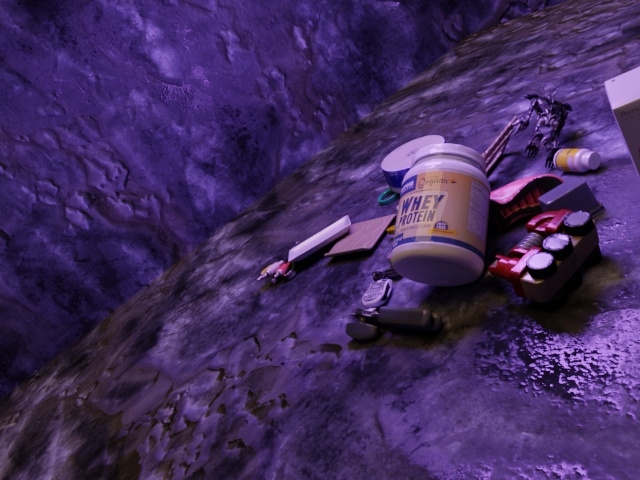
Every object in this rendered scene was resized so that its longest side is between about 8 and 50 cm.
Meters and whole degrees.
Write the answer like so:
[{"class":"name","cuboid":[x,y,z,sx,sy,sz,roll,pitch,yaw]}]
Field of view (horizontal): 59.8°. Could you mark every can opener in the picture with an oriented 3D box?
[{"class":"can opener","cuboid":[0.180,0.210,1.403,0.280,0.074,0.093,-11,64,50]}]

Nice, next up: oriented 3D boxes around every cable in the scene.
[{"class":"cable","cuboid":[-0.122,0.071,2.151,0.140,0.072,0.287,-9,31,39]}]

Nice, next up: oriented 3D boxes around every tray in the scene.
[{"class":"tray","cuboid":[0.000,0.000,2.092,0.270,0.030,0.145,-31,15,7]}]

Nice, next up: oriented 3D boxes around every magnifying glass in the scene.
[{"class":"magnifying glass","cuboid":[0.305,-0.214,2.222,0.092,0.026,0.231,-10,32,47]}]

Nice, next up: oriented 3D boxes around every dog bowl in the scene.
[{"class":"dog bowl","cuboid":[0.372,-0.295,2.142,0.265,0.104,0.265,-24,24,12]}]

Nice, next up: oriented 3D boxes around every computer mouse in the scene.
[{"class":"computer mouse","cuboid":[0.172,0.141,1.591,0.106,0.042,0.193,-15,21,32]}]

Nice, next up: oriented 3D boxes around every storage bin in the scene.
[{"class":"storage bin","cuboid":[0.609,-0.092,1.376,0.135,0.091,0.098,-31,20,6]}]

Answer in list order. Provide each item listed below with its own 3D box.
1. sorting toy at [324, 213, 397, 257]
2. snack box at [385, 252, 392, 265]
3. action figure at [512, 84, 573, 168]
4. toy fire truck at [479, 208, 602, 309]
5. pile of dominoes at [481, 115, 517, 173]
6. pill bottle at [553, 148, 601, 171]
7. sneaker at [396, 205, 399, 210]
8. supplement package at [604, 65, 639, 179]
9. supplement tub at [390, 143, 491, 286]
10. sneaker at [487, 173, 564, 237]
[{"class":"sorting toy","cuboid":[0.180,-0.017,1.947,0.307,0.041,0.229,-12,25,45]},{"class":"snack box","cuboid":[0.273,0.041,1.663,0.100,0.037,0.141,-39,21,-18]},{"class":"action figure","cuboid":[0.679,-0.352,1.714,0.141,0.164,0.275,113,177,-55]},{"class":"toy fire truck","cuboid":[0.469,0.037,1.256,0.217,0.158,0.246,-42,32,-20]},{"class":"pile of dominoes","cuboid":[0.550,-0.290,1.804,0.040,0.196,0.251,32,58,19]},{"class":"pill bottle","cuboid":[0.714,-0.223,1.548,0.065,0.065,0.116,-39,21,-13]},{"class":"sneaker","cuboid":[0.315,-0.127,1.801,0.147,0.145,0.384,-18,21,9]},{"class":"supplement package","cuboid":[0.742,-0.218,1.165,0.178,0.293,0.175,-22,23,32]},{"class":"supplement tub","cuboid":[0.309,-0.063,1.417,0.228,0.228,0.316,-12,58,45]},{"class":"sneaker","cuboid":[0.520,-0.097,1.544,0.314,0.115,0.136,-21,7,27]}]
